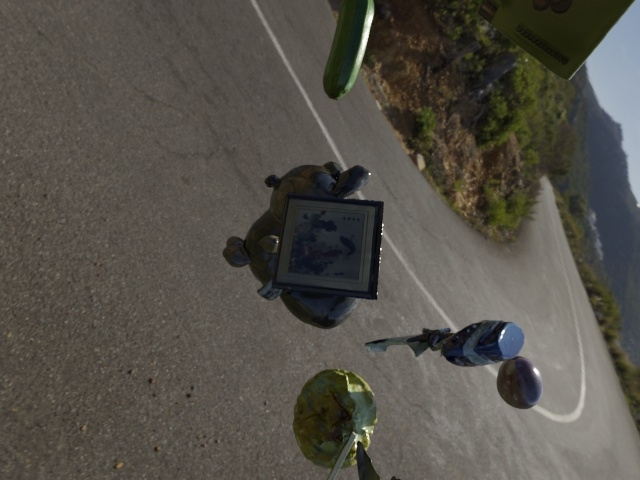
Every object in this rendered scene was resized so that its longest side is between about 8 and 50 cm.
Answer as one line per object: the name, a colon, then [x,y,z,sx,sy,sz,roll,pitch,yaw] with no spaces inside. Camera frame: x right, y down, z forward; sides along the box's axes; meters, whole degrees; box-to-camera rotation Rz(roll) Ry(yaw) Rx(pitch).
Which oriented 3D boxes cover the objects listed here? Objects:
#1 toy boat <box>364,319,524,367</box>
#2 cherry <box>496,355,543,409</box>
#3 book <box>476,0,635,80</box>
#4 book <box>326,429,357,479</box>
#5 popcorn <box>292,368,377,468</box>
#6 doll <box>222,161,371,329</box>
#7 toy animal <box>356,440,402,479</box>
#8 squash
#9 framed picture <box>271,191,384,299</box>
toy boat: [0.209,0.187,0.740,0.210,0.291,0.071,24,58,-69]
cherry: [0.515,0.336,1.081,0.148,0.115,0.188,46,45,-20]
book: [0.419,-0.467,0.661,0.035,0.352,0.239,-33,71,-24]
book: [0.042,0.440,0.840,0.111,0.014,0.077,-58,165,-14]
popcorn: [0.032,0.424,0.999,0.184,0.204,0.221,47,43,-44]
doll: [-0.008,-0.010,1.050,0.378,0.382,0.252,45,2,-32]
toy animal: [0.101,0.516,0.809,0.219,0.155,0.095,51,-14,30]
squash: [0.056,-0.390,0.817,0.068,0.220,0.077,9,14,-19]
framed picture: [0.016,0.004,0.771,0.010,0.194,0.200,83,13,-69]
